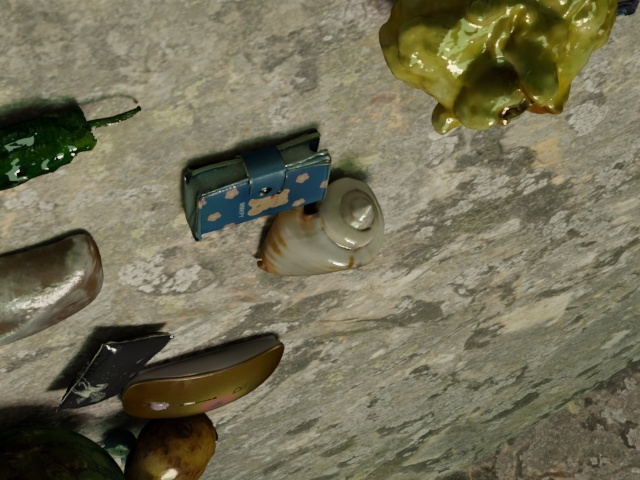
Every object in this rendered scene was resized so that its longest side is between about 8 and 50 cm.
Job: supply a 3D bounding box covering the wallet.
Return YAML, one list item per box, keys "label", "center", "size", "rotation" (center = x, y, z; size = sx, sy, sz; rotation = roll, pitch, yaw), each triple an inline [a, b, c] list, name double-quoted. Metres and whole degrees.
- label: "wallet"
  center: [-0.087, -0.073, 1.623]
  size: [0.202, 0.059, 0.141]
  rotation: [-17, 152, -16]

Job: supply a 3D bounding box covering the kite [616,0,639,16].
- label: "kite"
  center: [0.344, -0.298, 1.635]
  size: [0.234, 0.016, 0.321]
  rotation: [-14, 153, -23]

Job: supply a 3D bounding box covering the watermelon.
- label: "watermelon"
  center: [-0.492, 0.480, 2.009]
  size: [0.363, 0.363, 0.363]
  rotation: [-21, 155, -10]

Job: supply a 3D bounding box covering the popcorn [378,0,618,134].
- label: "popcorn"
  center: [0.210, -0.253, 1.380]
  size: [0.286, 0.215, 0.252]
  rotation: [-18, 116, -3]

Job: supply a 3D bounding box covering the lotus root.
- label: "lotus root"
  center: [-0.283, 0.401, 2.205]
  size: [0.169, 0.141, 0.314]
  rotation: [-60, 175, 18]

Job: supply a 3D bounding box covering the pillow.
- label: "pillow"
  center: [-0.344, 0.214, 1.947]
  size: [0.141, 0.055, 0.208]
  rotation: [-7, 150, -46]

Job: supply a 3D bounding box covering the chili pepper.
- label: "chili pepper"
  center: [-0.341, -0.089, 1.358]
  size: [0.279, 0.065, 0.122]
  rotation: [-27, 164, 8]

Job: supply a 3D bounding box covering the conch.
- label: "conch"
  center: [0.005, 0.009, 1.786]
  size: [0.158, 0.127, 0.255]
  rotation: [-11, 154, -33]

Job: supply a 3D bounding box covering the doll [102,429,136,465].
- label: "doll"
  center: [-0.390, 0.394, 2.262]
  size: [0.076, 0.050, 0.083]
  rotation: [9, 143, -23]

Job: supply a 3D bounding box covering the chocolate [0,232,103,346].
- label: "chocolate"
  center: [-0.411, 0.087, 1.609]
  size: [0.254, 0.080, 0.157]
  rotation: [-19, 154, -14]

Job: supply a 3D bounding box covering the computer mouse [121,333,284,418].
- label: "computer mouse"
  center: [-0.206, 0.255, 2.139]
  size: [0.310, 0.072, 0.158]
  rotation: [-13, 150, -23]
